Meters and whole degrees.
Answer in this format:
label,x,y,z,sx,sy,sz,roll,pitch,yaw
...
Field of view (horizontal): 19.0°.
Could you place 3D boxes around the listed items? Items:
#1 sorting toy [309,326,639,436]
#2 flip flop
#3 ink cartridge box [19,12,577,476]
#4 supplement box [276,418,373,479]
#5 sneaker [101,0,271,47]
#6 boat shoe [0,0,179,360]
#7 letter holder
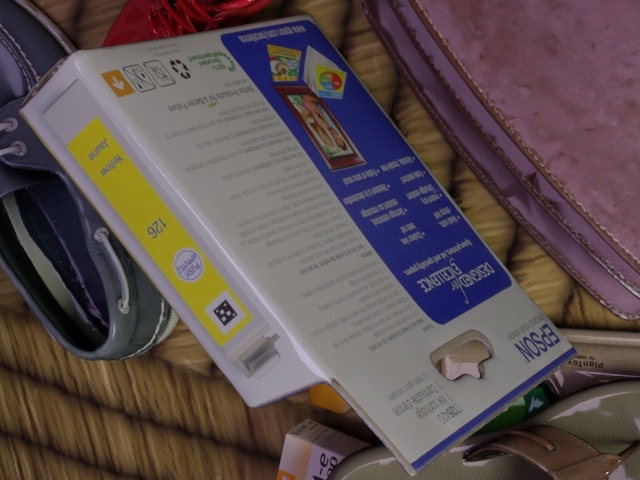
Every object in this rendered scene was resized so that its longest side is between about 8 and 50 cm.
label,x,y,z,sx,sy,sz,roll,pitch,yaw
sorting toy,0.138,0.170,1.344,0.307,0.041,0.229,2,103,19
flip flop,0.133,0.164,1.274,0.277,0.080,0.112,-10,94,9
ink cartridge box,0.000,0.000,1.198,0.072,0.303,0.307,-40,82,26
supplement box,0.019,0.176,1.365,0.098,0.036,0.062,20,112,20
sneaker,-0.088,-0.167,1.298,0.221,0.128,0.087,-40,86,22
boat shoe,-0.211,-0.054,1.385,0.116,0.099,0.319,-29,92,24
letter holder,0.158,-0.094,1.217,0.214,0.152,0.302,-41,87,25
